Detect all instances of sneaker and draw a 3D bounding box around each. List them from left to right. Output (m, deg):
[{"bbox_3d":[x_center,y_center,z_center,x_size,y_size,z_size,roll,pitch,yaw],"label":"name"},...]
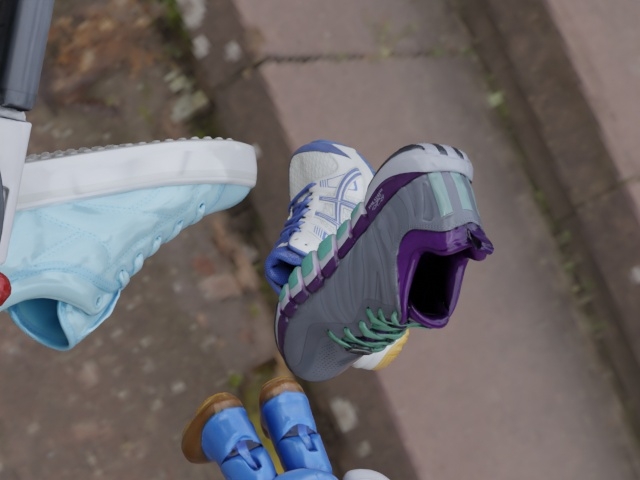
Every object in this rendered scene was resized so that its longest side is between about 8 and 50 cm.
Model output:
[{"bbox_3d":[-0.192,0.005,1.405,0.366,0.135,0.150,-12,98,-43],"label":"sneaker"},{"bbox_3d":[0.000,0.000,1.918,0.131,0.112,0.296,9,44,-30],"label":"sneaker"},{"bbox_3d":[0.037,0.041,1.188,0.083,0.224,0.098,5,47,-27],"label":"sneaker"}]

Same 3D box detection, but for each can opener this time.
[{"bbox_3d":[-0.208,-0.110,1.182,0.076,0.095,0.283,9,94,-36],"label":"can opener"}]

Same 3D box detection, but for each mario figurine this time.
[{"bbox_3d":[-0.020,0.295,1.673,0.170,0.198,0.320,47,12,-53],"label":"mario figurine"}]

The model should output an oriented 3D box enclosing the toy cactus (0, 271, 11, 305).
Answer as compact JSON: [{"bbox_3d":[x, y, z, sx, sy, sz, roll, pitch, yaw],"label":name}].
[{"bbox_3d":[-0.281,0.038,0.938,0.219,0.112,0.180,-43,100,-27],"label":"toy cactus"}]
